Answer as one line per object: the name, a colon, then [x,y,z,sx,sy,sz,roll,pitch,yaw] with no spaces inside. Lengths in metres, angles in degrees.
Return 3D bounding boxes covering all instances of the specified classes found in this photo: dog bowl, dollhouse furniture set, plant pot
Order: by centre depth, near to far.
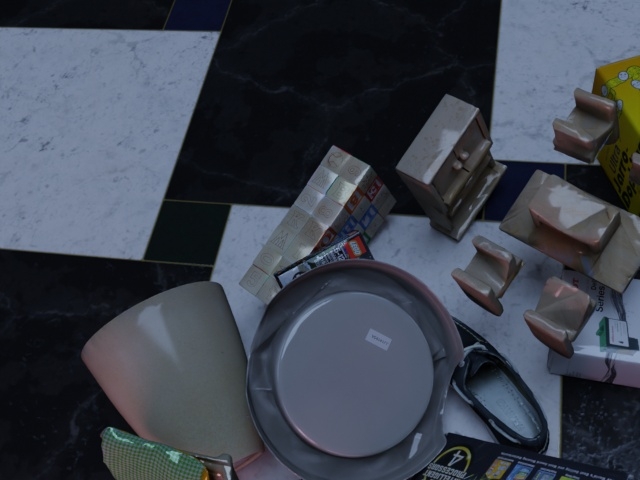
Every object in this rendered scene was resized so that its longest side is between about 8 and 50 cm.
dollhouse furniture set: [-0.207,0.407,1.153,0.197,0.301,0.151,9,56,12]
dog bowl: [0.048,0.206,1.274,0.348,0.102,0.349,2,82,-12]
plant pot: [-0.209,0.249,1.321,0.256,0.256,0.274,-28,74,-10]
dollhouse furniture set: [0.354,-0.047,1.360,0.394,0.256,0.362,32,85,30]

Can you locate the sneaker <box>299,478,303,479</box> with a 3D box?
sneaker: [0.036,0.414,1.195,0.097,0.084,0.235,-34,25,-3]

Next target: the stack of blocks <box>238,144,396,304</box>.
stack of blocks: [0.000,0.000,1.471,0.087,0.171,0.297,32,85,27]

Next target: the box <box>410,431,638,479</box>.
box: [0.207,0.419,1.057,0.097,0.395,0.318,46,70,-15]

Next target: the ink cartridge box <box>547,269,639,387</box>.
ink cartridge box: [0.494,0.148,1.339,0.219,0.092,0.160,7,58,14]

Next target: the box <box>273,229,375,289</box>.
box: [0.045,0.120,1.373,0.159,0.044,0.233,-29,100,-10]

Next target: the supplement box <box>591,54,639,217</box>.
supplement box: [0.642,-0.150,1.454,0.195,0.194,0.356,-16,55,-1]

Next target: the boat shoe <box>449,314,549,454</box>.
boat shoe: [0.267,0.219,1.329,0.114,0.091,0.302,-34,58,-13]
